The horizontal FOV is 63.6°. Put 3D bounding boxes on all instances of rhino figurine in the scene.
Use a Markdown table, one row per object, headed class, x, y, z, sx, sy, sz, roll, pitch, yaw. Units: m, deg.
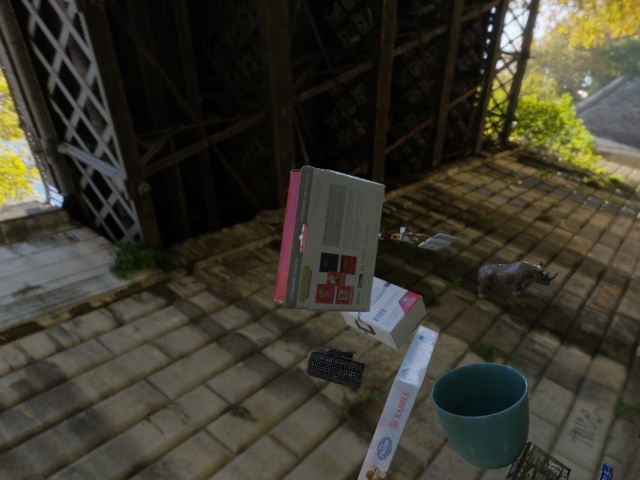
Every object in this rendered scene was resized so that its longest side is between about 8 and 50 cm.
| class | x | y | z | sx | sy | sz | roll | pitch | yaw |
| --- | --- | --- | --- | --- | --- | --- | --- | --- | --- |
| rhino figurine | 0.611 | 0.115 | 1.615 | 0.073 | 0.243 | 0.106 | -56 | -44 | -64 |

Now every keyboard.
| class | x | y | z | sx | sy | sz | roll | pitch | yaw |
| --- | --- | --- | --- | --- | --- | --- | --- | --- | --- |
| keyboard | 0.038 | 0.362 | 1.507 | 0.038 | 0.191 | 0.100 | 26 | -108 | -53 |

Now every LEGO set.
| class | x | y | z | sx | sy | sz | roll | pitch | yaw |
| --- | --- | --- | --- | --- | --- | --- | --- | --- | --- |
| LEGO set | 0.324 | 0.006 | 1.766 | 0.182 | 0.244 | 0.060 | 133 | 148 | -73 |

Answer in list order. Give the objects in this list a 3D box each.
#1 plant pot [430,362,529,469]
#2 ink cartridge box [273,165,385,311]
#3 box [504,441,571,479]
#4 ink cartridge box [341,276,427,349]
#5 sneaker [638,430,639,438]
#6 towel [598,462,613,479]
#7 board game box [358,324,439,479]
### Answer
| class | x | y | z | sx | sy | sz | roll | pitch | yaw |
| --- | --- | --- | --- | --- | --- | --- | --- | --- | --- |
| plant pot | 0.521 | 0.568 | 1.636 | 0.293 | 0.292 | 0.235 | -30 | -71 | -45 |
| ink cartridge box | 0.000 | 0.000 | 1.186 | 0.271 | 0.130 | 0.310 | 9 | -92 | -44 |
| box | 0.681 | 0.763 | 1.638 | 0.180 | 0.147 | 0.078 | -49 | -17 | -29 |
| ink cartridge box | 0.208 | 0.236 | 1.741 | 0.172 | 0.237 | 0.100 | -44 | -50 | -24 |
| sneaker | 1.019 | 0.556 | 1.497 | 0.178 | 0.077 | 0.072 | -29 | 7 | 10 |
| towel | 1.009 | 1.022 | 1.930 | 0.336 | 0.040 | 0.243 | -42 | -49 | -28 |
| board game box | 0.215 | 0.430 | 1.374 | 0.318 | 0.065 | 0.319 | -35 | -37 | -64 |
